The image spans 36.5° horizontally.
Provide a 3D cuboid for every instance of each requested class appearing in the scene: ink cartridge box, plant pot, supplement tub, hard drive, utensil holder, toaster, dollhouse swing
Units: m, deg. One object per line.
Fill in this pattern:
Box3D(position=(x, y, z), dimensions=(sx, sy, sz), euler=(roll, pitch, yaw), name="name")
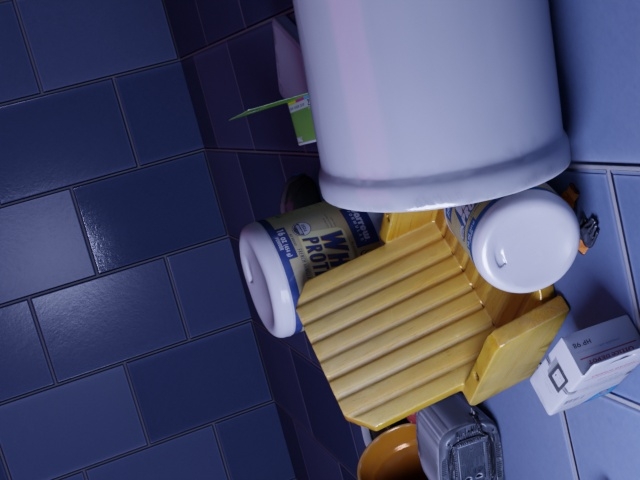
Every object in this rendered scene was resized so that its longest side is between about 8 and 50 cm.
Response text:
Box3D(position=(0.357, 0.158, 1.274), dimensions=(0.180, 0.104, 0.060), euler=(102, 148, -59), name="ink cartridge box")
Box3D(position=(0.205, 0.521, 2.042), dimensions=(0.188, 0.205, 0.205), euler=(63, 170, -30), name="plant pot")
Box3D(position=(0.251, -0.033, 1.319), dimensions=(0.200, 0.144, 0.144), euler=(-112, 11, -63), name="supplement tub")
Box3D(position=(-0.026, -0.345, 2.143), dimensions=(0.307, 0.040, 0.203), euler=(-127, 25, -48), name="hard drive")
Box3D(position=(0.130, -0.266, 1.212), dimensions=(0.327, 0.327, 0.386), euler=(-148, 46, -66), name="utensil holder")
Box3D(position=(0.255, 0.385, 1.815), dimensions=(0.146, 0.129, 0.227), euler=(-135, 31, -62), name="toaster")
Box3D(position=(0.024, 0.036, 1.872), dimensions=(0.228, 0.316, 0.228), euler=(162, 90, -74), name="supplement tub")
Box3D(position=(-0.029, -0.233, 1.876), dimensions=(0.189, 0.255, 0.097), euler=(-174, 67, -73), name="ink cartridge box")
Box3D(position=(0.145, 0.082, 1.545), dimensions=(0.315, 0.304, 0.347), euler=(97, 152, -56), name="dollhouse swing")

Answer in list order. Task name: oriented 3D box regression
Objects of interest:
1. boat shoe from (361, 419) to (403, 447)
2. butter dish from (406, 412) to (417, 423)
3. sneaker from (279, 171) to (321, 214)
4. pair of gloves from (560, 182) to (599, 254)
Box3D(position=(0.131, 0.341, 2.252), dimensions=(0.109, 0.091, 0.305), euler=(-42, -57, -66), name="boat shoe")
Box3D(position=(0.192, 0.311, 1.964), dimensions=(0.160, 0.118, 0.160), euler=(113, 138, -67), name="butter dish")
Box3D(position=(0.000, 0.000, 2.346), dimensions=(0.139, 0.125, 0.341), euler=(-1, 104, 45), name="sneaker")
Box3D(position=(0.342, -0.027, 1.296), dimensions=(0.074, 0.010, 0.083), euler=(99, 149, -57), name="pair of gloves")
